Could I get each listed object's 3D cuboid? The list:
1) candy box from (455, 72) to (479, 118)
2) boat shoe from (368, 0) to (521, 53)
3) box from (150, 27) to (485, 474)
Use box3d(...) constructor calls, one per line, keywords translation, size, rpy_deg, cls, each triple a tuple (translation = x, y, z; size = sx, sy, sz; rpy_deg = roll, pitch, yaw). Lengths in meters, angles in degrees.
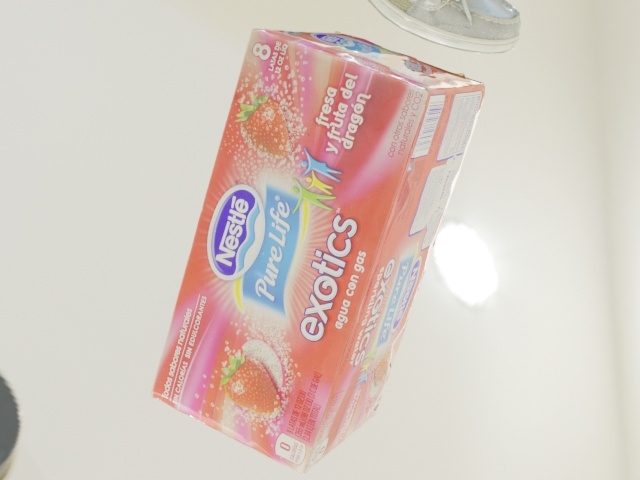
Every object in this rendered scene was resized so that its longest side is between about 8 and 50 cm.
box3d(translation=(0.043, -0.110, 1.066), size=(0.109, 0.187, 0.053), rpy_deg=(-44, -58, -34), cls="candy box")
box3d(translation=(0.103, -0.329, 1.316), size=(0.320, 0.103, 0.118), rpy_deg=(37, -141, 14), cls="boat shoe")
box3d(translation=(0.000, 0.000, 0.857), size=(0.142, 0.300, 0.154), rpy_deg=(23, -162, 19), cls="box")
